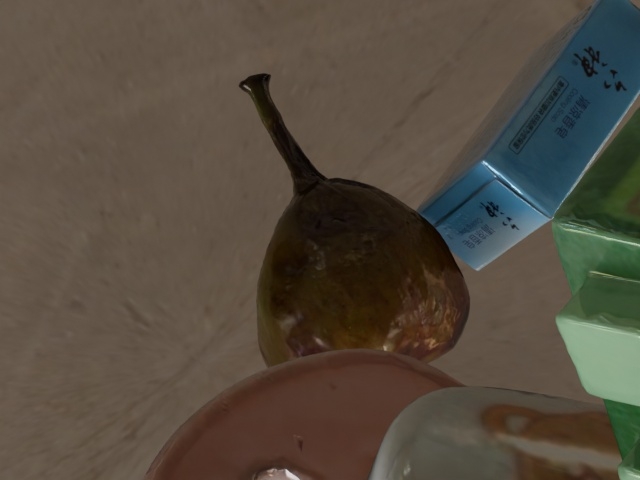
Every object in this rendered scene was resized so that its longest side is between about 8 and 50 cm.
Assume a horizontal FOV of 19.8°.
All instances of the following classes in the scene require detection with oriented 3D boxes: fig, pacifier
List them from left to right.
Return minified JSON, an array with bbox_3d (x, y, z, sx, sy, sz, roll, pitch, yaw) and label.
[{"bbox_3d":[0.023,-0.005,1.530,0.190,0.190,0.290,-5,88,-4],"label":"fig"},{"bbox_3d":[0.082,0.162,0.719,0.332,0.273,0.220,11,82,-5],"label":"pacifier"}]

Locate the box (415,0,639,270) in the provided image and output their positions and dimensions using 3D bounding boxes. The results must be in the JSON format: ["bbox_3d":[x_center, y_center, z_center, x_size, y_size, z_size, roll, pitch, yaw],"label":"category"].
[{"bbox_3d":[0.193,-0.097,1.592,0.083,0.142,0.232,41,61,-4],"label":"box"}]

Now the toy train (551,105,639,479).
[{"bbox_3d":[0.202,0.011,0.491,0.188,0.271,0.159,-48,135,-29],"label":"toy train"}]
